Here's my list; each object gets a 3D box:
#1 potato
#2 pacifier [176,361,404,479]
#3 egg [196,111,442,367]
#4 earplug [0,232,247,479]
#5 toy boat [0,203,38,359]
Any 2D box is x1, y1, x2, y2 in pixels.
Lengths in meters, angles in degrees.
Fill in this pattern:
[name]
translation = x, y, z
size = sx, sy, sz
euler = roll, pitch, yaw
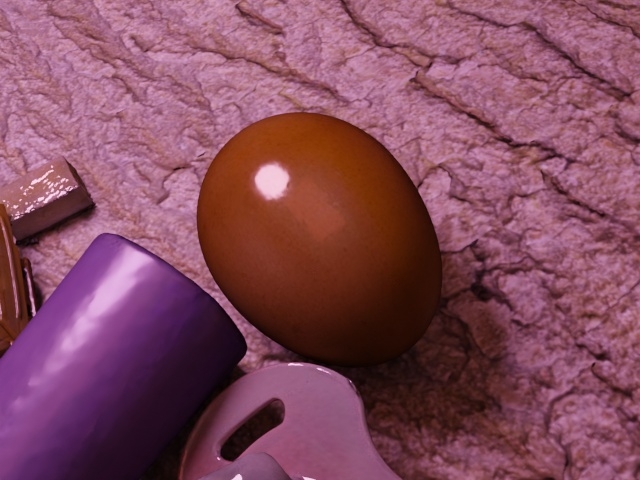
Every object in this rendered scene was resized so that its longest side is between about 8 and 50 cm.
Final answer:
[potato]
translation = -0.384, -0.055, 1.172
size = 0.122, 0.061, 0.086
euler = -30, 59, -12
[pacifier]
translation = -0.027, 0.264, 0.811
size = 0.220, 0.273, 0.332
euler = -19, 54, -26
[egg]
translation = 0.000, 0.000, 0.966
size = 0.250, 0.250, 0.322
euler = -32, 66, -14
[earplug]
translation = -0.288, 0.224, 0.884
size = 0.215, 0.215, 0.456
euler = 27, 66, 23
[toy boat]
translation = -0.401, 0.053, 1.071
size = 0.068, 0.088, 0.226
euler = -27, 61, 13
